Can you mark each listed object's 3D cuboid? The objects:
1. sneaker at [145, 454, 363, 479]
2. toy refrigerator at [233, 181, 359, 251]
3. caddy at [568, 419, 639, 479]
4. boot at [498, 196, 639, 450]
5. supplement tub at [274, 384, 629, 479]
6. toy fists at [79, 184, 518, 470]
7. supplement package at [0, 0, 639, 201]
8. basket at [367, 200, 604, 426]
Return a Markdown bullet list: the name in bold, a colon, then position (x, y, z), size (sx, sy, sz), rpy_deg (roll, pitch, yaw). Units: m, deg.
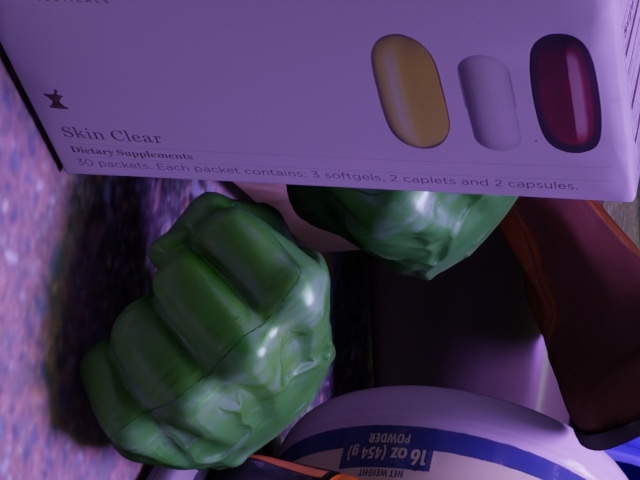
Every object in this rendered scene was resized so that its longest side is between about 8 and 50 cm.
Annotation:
- **sneaker**: position (-0.029, 0.238, 0.781), size (0.125, 0.180, 0.321), rpy_deg (71, 28, -49)
- **toy refrigerator**: position (-0.006, -0.076, 0.956), size (0.269, 0.094, 0.102), rpy_deg (42, 46, -69)
- **caddy**: position (0.244, 0.222, 1.410), size (0.341, 0.241, 0.179), rpy_deg (54, 41, -45)
- **boot**: position (0.132, -0.035, 0.954), size (0.280, 0.096, 0.264), rpy_deg (63, 10, -9)
- **supplement tub**: position (0.055, 0.276, 0.966), size (0.235, 0.235, 0.325), rpy_deg (69, 29, -52)
- **toy fists**: position (0.000, 0.000, 0.802), size (0.279, 0.096, 0.142), rpy_deg (-42, 168, -5)
- **supplement package**: position (0.014, -0.143, 0.715), size (0.145, 0.261, 0.204), rpy_deg (71, 28, -50)
- **basket**: position (0.111, 0.078, 1.184), size (0.154, 0.204, 0.227), rpy_deg (1, 91, -31)
